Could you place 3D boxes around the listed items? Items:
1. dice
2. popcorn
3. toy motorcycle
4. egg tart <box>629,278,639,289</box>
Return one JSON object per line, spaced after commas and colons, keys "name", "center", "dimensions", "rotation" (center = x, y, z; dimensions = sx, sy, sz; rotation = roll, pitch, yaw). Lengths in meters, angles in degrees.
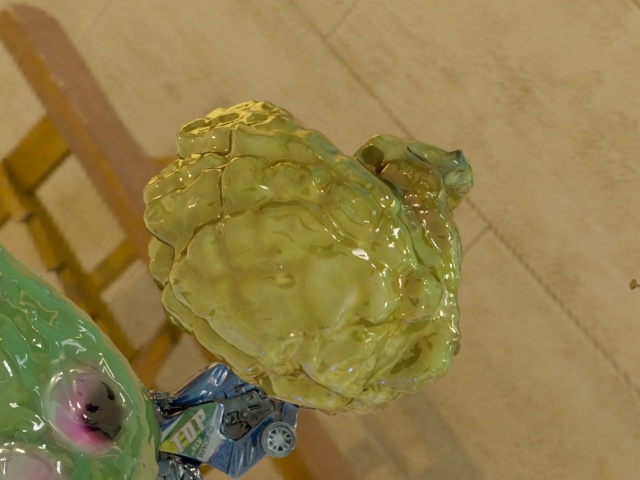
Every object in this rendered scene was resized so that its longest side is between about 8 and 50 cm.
{"name": "dice", "center": [-0.335, 0.189, 1.078], "dimensions": [0.318, 0.322, 0.330], "rotation": [40, 138, -1]}
{"name": "popcorn", "center": [-0.006, 0.010, 0.697], "dimensions": [0.174, 0.173, 0.142], "rotation": [21, 104, 29]}
{"name": "toy motorcycle", "center": [-0.088, 0.152, 1.363], "dimensions": [0.254, 0.092, 0.135], "rotation": [-38, 97, -11]}
{"name": "egg tart", "center": [0.346, 0.008, 1.152], "dimensions": [0.319, 0.128, 0.318], "rotation": [-169, 90, -71]}
